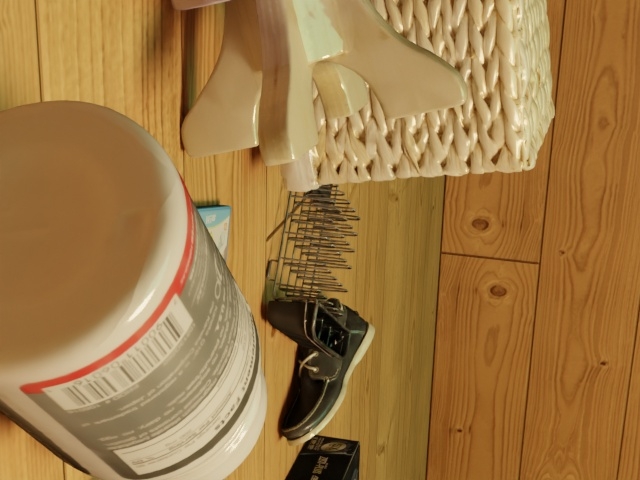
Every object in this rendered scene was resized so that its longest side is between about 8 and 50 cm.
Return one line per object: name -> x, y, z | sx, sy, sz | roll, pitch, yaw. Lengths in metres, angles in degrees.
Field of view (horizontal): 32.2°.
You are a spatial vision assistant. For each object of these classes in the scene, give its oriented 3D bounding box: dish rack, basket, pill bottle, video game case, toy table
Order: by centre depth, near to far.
pill bottle -> -0.126, 0.055, 0.683 | 0.283, 0.161, 0.161 | 72, 28, -62
toy table -> -0.013, -0.169, 0.932 | 0.274, 0.252, 0.161 | -36, 116, -56
video game case -> -0.115, 0.051, 1.044 | 0.119, 0.015, 0.166 | -13, 109, -76
basket -> 0.105, -0.252, 1.218 | 0.328, 0.266, 0.331 | -48, 133, -67
dish rack -> 0.000, 0.000, 1.377 | 0.208, 0.074, 0.271 | 53, 45, -72

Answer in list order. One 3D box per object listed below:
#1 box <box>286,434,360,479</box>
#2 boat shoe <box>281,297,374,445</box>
box -> 0.002, 0.389, 1.555 | 0.147, 0.077, 0.180 | -52, 146, -67
boat shoe -> -0.005, 0.175, 1.483 | 0.079, 0.084, 0.233 | 48, 44, -19
